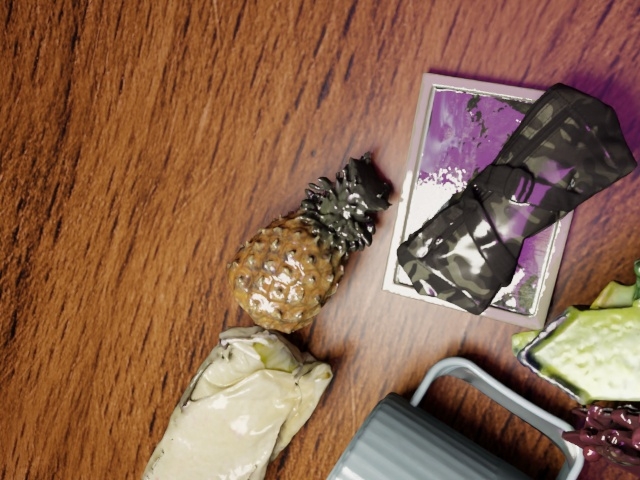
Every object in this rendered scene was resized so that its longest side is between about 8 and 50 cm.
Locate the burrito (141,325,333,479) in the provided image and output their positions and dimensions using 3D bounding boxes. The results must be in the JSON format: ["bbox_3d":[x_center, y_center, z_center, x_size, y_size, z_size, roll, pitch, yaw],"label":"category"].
[{"bbox_3d":[-0.121,0.274,1.027,0.190,0.135,0.332,30,105,3],"label":"burrito"}]

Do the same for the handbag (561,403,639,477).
[{"bbox_3d":[0.424,0.262,0.774,0.216,0.203,0.074,26,74,-7],"label":"handbag"}]

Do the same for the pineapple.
[{"bbox_3d":[0.000,0.000,0.946,0.278,0.158,0.158,-45,83,8],"label":"pineapple"}]

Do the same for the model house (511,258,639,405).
[{"bbox_3d":[0.358,0.112,0.805,0.211,0.194,0.170,-10,80,34],"label":"model house"}]

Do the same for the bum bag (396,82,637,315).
[{"bbox_3d":[0.243,-0.041,0.845,0.340,0.095,0.144,-48,68,19],"label":"bum bag"}]

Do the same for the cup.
[{"bbox_3d":[0.171,0.359,0.874,0.311,0.257,0.331,32,110,13],"label":"cup"}]

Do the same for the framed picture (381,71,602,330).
[{"bbox_3d":[0.225,-0.053,0.908,0.240,0.020,0.324,15,104,16],"label":"framed picture"}]
